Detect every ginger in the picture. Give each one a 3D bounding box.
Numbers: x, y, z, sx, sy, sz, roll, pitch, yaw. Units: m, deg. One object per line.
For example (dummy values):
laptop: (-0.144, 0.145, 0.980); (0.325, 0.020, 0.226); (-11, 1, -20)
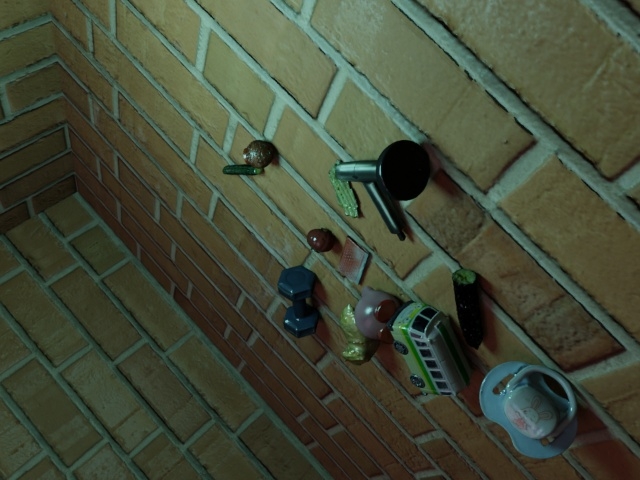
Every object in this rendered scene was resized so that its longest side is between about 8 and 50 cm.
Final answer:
ginger: (0.149, 0.350, 2.124); (0.138, 0.152, 0.267); (7, 109, 47)

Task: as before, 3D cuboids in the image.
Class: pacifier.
pacifier: (0.602, 0.473, 1.654); (0.287, 0.238, 0.226); (44, 180, 10)

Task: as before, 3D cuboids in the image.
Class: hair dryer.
hair dryer: (0.210, -0.141, 1.599); (0.284, 0.156, 0.320); (38, 167, -18)

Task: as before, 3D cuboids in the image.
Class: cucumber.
cucumber: (0.432, 0.210, 1.666); (0.072, 0.072, 0.300); (20, 138, 41)
cucumber: (-0.303, -0.268, 2.152); (0.256, 0.043, 0.044); (8, 124, 50)

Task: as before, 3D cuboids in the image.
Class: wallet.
wallet: (0.114, 0.072, 1.989); (0.103, 0.020, 0.196); (38, 148, 19)

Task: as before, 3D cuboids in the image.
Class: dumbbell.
dumbbell: (-0.087, 0.254, 2.328); (0.156, 0.143, 0.316); (30, 144, 30)

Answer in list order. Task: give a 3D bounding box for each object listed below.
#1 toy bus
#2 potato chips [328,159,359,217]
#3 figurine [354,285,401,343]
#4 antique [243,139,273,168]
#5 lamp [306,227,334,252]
toy bus: (0.361, 0.354, 1.846); (0.179, 0.143, 0.305); (-4, 119, 51)
potato chips: (0.066, -0.159, 1.793); (0.092, 0.028, 0.207); (6, 130, 48)
figurine: (0.195, 0.252, 1.934); (0.173, 0.173, 0.173); (33, 145, 27)
antique: (-0.207, -0.295, 1.944); (0.104, 0.104, 0.104); (33, 145, 27)
lamp: (0.000, 0.000, 1.995); (0.101, 0.090, 0.101); (28, -179, -1)
